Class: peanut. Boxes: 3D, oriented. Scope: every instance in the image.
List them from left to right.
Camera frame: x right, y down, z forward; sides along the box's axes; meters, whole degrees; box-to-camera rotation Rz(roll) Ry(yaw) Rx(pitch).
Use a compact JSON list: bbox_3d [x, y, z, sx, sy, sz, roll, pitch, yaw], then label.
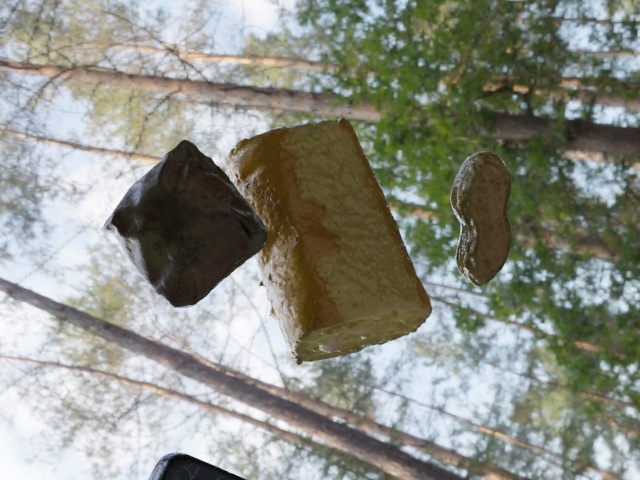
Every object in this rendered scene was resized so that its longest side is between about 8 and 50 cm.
[{"bbox_3d":[0.228,-0.031,1.208,0.089,0.089,0.192,-4,-90,-48],"label":"peanut"}]

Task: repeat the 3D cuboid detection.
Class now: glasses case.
[{"bbox_3d":[-0.037,0.111,0.335,0.083,0.023,0.033,35,-129,-33],"label":"glasses case"}]

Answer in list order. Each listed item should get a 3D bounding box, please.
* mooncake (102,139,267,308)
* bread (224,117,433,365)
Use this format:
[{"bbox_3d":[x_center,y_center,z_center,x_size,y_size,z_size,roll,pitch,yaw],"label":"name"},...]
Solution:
[{"bbox_3d":[-0.127,-0.013,0.802,0.125,0.130,0.073,-45,-8,2],"label":"mooncake"},{"bbox_3d":[0.000,0.000,1.348,0.237,0.375,0.165,-14,-27,-17],"label":"bread"}]
